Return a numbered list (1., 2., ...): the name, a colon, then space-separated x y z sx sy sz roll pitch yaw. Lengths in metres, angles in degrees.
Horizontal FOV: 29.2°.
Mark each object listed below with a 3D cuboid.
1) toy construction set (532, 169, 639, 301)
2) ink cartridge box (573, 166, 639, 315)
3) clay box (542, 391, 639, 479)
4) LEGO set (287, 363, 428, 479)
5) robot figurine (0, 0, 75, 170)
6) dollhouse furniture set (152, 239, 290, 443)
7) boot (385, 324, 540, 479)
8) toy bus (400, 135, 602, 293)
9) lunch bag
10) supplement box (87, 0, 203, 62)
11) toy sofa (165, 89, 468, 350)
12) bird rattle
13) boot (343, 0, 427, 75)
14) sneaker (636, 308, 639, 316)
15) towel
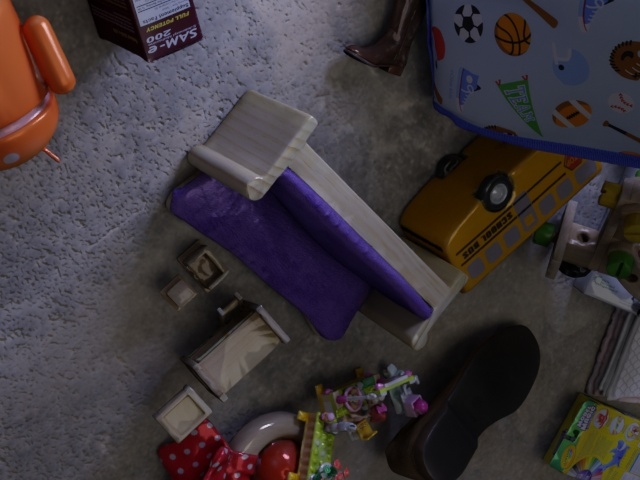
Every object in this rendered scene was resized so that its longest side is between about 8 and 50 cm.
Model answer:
1. toy construction set: 0.430 -0.048 1.696 0.257 0.237 0.308 59 50 -71
2. ink cartridge box: 0.521 -0.047 1.823 0.165 0.065 0.332 23 99 -8
3. clay box: 0.452 0.329 1.983 0.222 0.053 0.127 26 94 -37
4. LEGO set: 0.049 0.251 1.591 0.287 0.107 0.132 -46 112 -40
5. robot figurine: -0.336 -0.161 1.206 0.158 0.128 0.219 -33 124 -19
6. dollhouse furniture set: -0.165 0.118 1.484 0.182 0.101 0.161 -42 102 -11
7. boot: 0.202 0.226 1.758 0.305 0.115 0.112 -42 105 -33
8. toy bus: 0.265 -0.089 1.648 0.333 0.108 0.130 -41 126 -13
9. lunch bag: 0.314 -0.280 1.443 0.239 0.386 0.327 -57 150 -49
10. supplement box: -0.203 -0.311 1.231 0.073 0.130 0.239 -27 123 -22
11. toy sofa: 0.000 0.000 1.484 0.177 0.150 0.362 -52 128 -6
12. bird rattle: -0.085 0.312 1.606 0.207 0.143 0.253 -43 114 -26
13. boot: 0.084 -0.266 1.499 0.106 0.037 0.114 8 108 -49
14. sneaker: 0.486 0.113 1.807 0.032 0.037 0.083 -42 124 -70
15. towel: 0.602 0.118 1.996 0.317 0.053 0.331 7 106 -36
